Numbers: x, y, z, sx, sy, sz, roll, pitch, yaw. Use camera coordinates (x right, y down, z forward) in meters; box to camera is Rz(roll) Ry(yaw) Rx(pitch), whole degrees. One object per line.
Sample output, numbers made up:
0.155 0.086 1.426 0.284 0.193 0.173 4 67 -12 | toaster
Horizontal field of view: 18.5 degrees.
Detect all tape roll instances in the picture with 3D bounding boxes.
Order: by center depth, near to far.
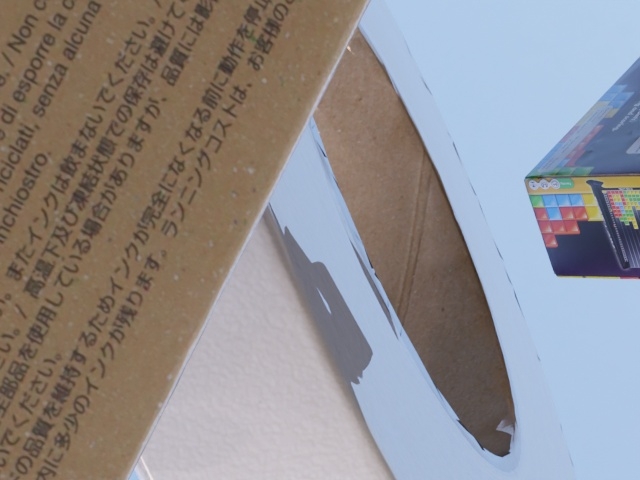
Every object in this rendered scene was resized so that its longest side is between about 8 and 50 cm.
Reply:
0.000 0.000 0.728 0.392 0.072 0.392 60 -165 -28 | tape roll

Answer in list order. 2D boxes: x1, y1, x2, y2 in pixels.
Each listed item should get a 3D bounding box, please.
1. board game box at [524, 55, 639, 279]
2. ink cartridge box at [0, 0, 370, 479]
0.179 -0.047 0.734 0.170 0.141 0.048 -44 -56 -40 | board game box
-0.115 -0.023 0.391 0.193 0.088 0.234 31 -102 -21 | ink cartridge box
